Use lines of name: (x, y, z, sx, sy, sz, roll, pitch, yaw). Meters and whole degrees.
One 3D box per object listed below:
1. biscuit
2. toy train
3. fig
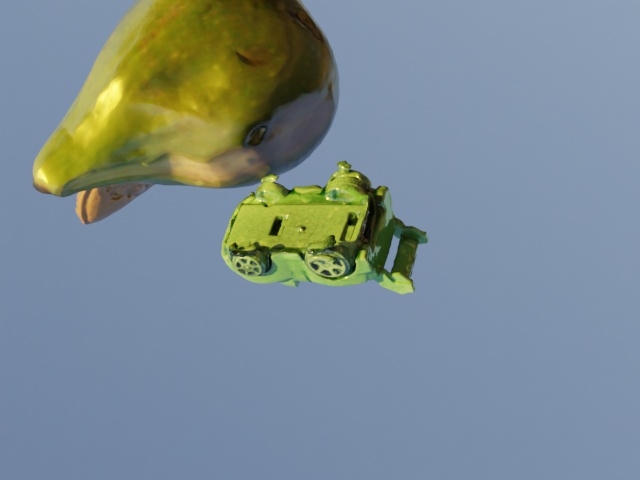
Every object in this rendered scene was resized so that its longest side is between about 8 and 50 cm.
biscuit: (-0.155, -0.099, 1.812, 0.162, 0.250, 0.035, 6, -135, -52)
toy train: (0.000, 0.000, 1.499, 0.149, 0.081, 0.099, -5, -134, 25)
fig: (-0.129, -0.122, 1.607, 0.275, 0.206, 0.206, -26, -125, -16)
